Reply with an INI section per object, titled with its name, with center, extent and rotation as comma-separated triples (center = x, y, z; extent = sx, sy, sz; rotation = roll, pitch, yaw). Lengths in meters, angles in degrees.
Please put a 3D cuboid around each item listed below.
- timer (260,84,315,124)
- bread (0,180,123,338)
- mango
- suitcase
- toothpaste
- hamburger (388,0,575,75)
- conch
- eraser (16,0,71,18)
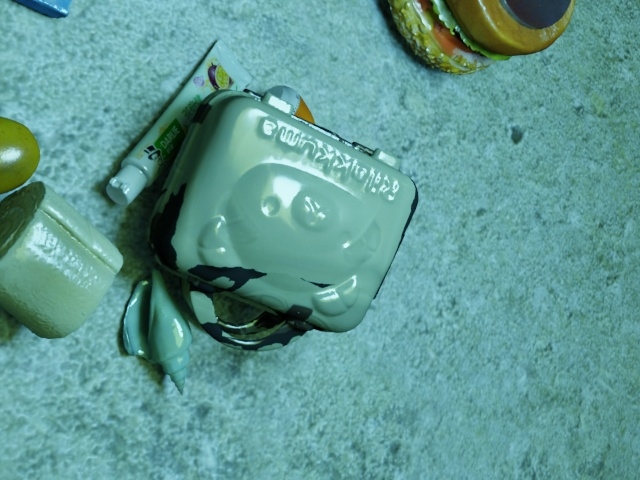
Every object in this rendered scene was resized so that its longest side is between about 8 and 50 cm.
[timer]
center = -0.061, -0.158, 1.498
extent = 0.136, 0.099, 0.136
rotation = -12, 110, -38
[bread]
center = -0.342, 0.025, 1.205
extent = 0.141, 0.134, 0.148
rotation = 48, 68, -33
[mango]
center = -0.428, -0.101, 1.170
extent = 0.184, 0.085, 0.102
rotation = -8, 76, -34
[suitcase]
center = -0.059, -0.008, 1.373
extent = 0.351, 0.194, 0.339
rotation = 24, 92, -24
[toothpaste]
center = -0.201, -0.167, 1.405
extent = 0.314, 0.056, 0.058
rotation = -56, 162, -33
[hamburger]
center = 0.271, -0.459, 1.712
extent = 0.330, 0.250, 0.330
rotation = 1, 89, -39
[conch]
center = -0.223, 0.131, 1.360
extent = 0.065, 0.088, 0.180
rotation = -36, 110, -84
[eraser]
center = -0.362, -0.458, 1.281
extent = 0.144, 0.042, 0.312
rotation = 21, 73, -38
